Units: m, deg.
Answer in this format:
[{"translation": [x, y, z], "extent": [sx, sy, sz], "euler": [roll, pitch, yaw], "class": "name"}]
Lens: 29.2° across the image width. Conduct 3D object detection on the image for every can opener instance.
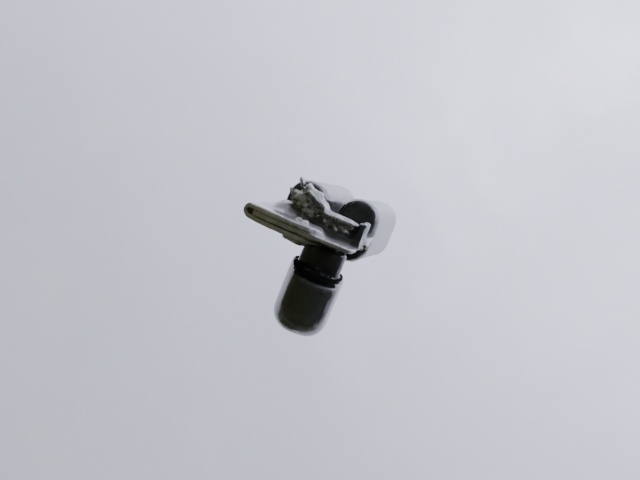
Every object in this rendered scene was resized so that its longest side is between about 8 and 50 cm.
[{"translation": [0.000, 0.000, 0.871], "extent": [0.074, 0.280, 0.093], "euler": [23, -81, 7], "class": "can opener"}]
